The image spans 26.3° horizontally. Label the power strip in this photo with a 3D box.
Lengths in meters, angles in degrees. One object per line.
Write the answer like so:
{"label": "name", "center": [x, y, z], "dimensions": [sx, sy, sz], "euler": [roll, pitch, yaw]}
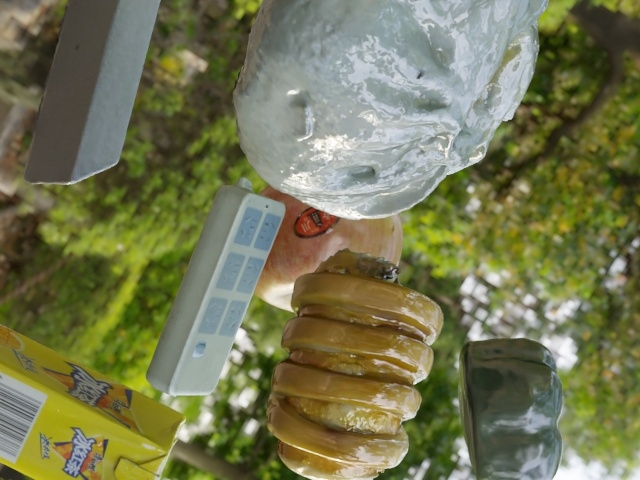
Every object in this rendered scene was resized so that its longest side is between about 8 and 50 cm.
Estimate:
{"label": "power strip", "center": [-0.120, 0.060, 1.564], "dimensions": [0.270, 0.046, 0.118], "euler": [-68, 161, 3]}

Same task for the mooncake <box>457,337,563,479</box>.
{"label": "mooncake", "center": [0.191, 0.180, 1.384], "dimensions": [0.175, 0.104, 0.168], "euler": [-87, 178, -49]}

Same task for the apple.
{"label": "apple", "center": [0.000, 0.000, 1.710], "dimensions": [0.209, 0.209, 0.164], "euler": [137, -40, -64]}

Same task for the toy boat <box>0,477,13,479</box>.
{"label": "toy boat", "center": [-0.330, 0.286, 1.356], "dimensions": [0.016, 0.063, 0.115], "euler": [85, 21, -46]}

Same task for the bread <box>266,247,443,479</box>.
{"label": "bread", "center": [0.025, 0.097, 1.042], "dimensions": [0.084, 0.119, 0.177], "euler": [89, 14, -73]}

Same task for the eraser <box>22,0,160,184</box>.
{"label": "eraser", "center": [-0.299, -0.233, 1.841], "dimensions": [0.111, 0.077, 0.353], "euler": [4, -103, 41]}

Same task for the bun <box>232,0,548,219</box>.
{"label": "bun", "center": [0.082, -0.164, 1.194], "dimensions": [0.354, 0.194, 0.354], "euler": [-45, 159, -22]}

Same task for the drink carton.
{"label": "drink carton", "center": [-0.343, 0.194, 1.625], "dimensions": [0.111, 0.351, 0.154], "euler": [-64, -178, 10]}
